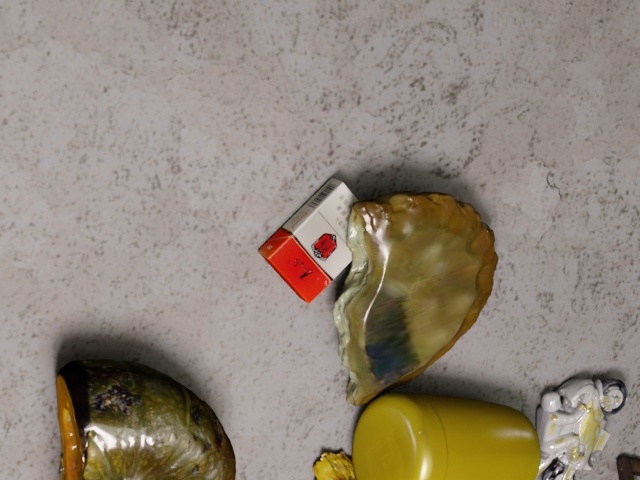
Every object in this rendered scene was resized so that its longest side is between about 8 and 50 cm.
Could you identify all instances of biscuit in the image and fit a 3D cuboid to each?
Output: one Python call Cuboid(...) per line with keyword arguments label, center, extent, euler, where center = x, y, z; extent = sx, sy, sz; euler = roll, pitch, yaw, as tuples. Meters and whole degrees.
Cuboid(label="biscuit", center=(0.117, 0.071, 1.698), extent=(0.329, 0.078, 0.335), euler=(-46, 131, -9))

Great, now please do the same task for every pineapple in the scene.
Cuboid(label="pineapple", center=(0.024, 0.383, 1.769), extent=(0.114, 0.077, 0.114), euler=(33, 101, -24))

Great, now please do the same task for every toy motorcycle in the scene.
Cuboid(label="toy motorcycle", center=(0.404, 0.306, 1.930), extent=(0.151, 0.074, 0.229), euler=(35, 88, -26))

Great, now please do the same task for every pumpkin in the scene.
Cuboid(label="pumpkin", center=(-0.220, 0.307, 1.535), extent=(0.232, 0.242, 0.325), euler=(-5, 110, -16))

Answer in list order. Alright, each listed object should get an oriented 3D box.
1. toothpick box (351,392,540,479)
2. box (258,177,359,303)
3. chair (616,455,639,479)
Cuboid(label="toothpick box", center=(0.198, 0.317, 1.773), extent=(0.271, 0.175, 0.175), euler=(7, 100, -37))
Cuboid(label="box", center=(0.000, 0.000, 1.671), extent=(0.152, 0.048, 0.100), euler=(-46, 116, -11))
Cuboid(label="chair", center=(0.531, 0.615, 2.021), extent=(0.203, 0.416, 0.240), euler=(18, 139, -28))
